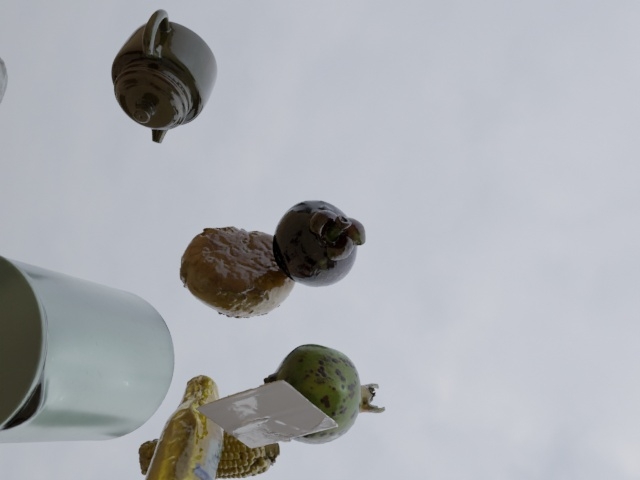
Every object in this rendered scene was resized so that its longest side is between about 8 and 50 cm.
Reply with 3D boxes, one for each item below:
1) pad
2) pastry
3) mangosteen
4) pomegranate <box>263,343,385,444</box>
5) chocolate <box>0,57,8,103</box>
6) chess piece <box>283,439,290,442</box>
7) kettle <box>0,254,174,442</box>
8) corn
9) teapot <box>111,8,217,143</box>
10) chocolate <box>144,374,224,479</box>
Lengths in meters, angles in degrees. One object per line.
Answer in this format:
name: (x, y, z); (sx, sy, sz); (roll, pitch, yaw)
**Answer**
pad: (-0.099, 0.313, 1.291); (0.232, 0.156, 0.004); (-24, -146, 35)
pastry: (-0.227, 0.098, 1.976); (0.285, 0.315, 0.184); (-99, -160, -47)
mangosteen: (0.000, 0.000, 1.839); (0.265, 0.228, 0.228); (-31, -119, 56)
pomegranate: (0.007, 0.300, 1.447); (0.198, 0.245, 0.199); (6, -81, 42)
chocolate: (-0.609, -0.167, 1.142); (0.185, 0.100, 0.303); (13, -114, 25)
chess piece: (-0.082, 0.460, 1.809); (0.038, 0.083, 0.084); (12, -83, 8)
kettle: (-0.337, 0.110, 0.854); (0.205, 0.318, 0.265); (-24, -105, 7)
corn: (-0.271, 0.521, 1.780); (0.130, 0.346, 0.130); (177, -90, -90)
teapot: (-0.299, -0.294, 1.340); (0.268, 0.185, 0.175); (98, 5, -51)
chocolate: (-0.289, 0.449, 1.567); (0.162, 0.162, 0.445); (-61, -167, 26)
